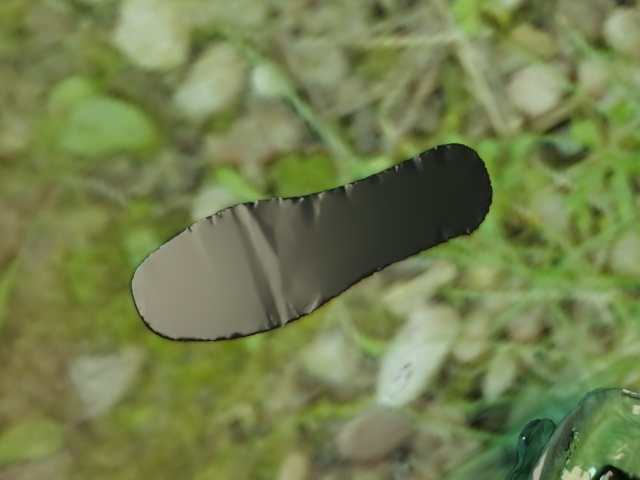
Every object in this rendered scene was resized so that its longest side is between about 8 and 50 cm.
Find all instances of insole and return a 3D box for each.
[{"bbox_3d":[0.000,0.000,0.486,0.135,0.002,0.045,-22,101,-18],"label":"insole"}]

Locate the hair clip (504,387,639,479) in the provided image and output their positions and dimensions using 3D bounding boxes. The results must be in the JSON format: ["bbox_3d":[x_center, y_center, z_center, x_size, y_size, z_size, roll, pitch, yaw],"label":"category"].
[{"bbox_3d":[0.061,0.211,0.476,0.138,0.091,0.321,29,71,-11],"label":"hair clip"}]
